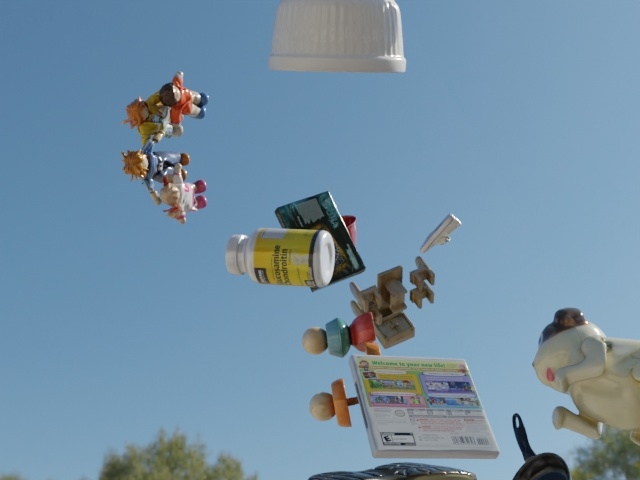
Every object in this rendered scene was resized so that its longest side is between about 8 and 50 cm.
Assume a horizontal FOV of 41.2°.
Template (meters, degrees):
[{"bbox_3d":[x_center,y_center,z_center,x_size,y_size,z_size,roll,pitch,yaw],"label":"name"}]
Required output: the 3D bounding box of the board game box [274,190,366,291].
[{"bbox_3d":[0.000,0.000,1.738,0.126,0.186,0.026,-19,-13,-26],"label":"board game box"}]

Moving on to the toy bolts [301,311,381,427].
[{"bbox_3d":[0.043,0.253,1.760,0.158,0.229,0.218,-8,-35,0],"label":"toy bolts"}]

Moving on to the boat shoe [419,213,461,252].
[{"bbox_3d":[0.227,-0.007,1.605,0.035,0.035,0.100,37,-62,-4],"label":"boat shoe"}]

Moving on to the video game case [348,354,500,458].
[{"bbox_3d":[0.164,0.267,1.374,0.212,0.193,0.023,5,-50,-17],"label":"video game case"}]

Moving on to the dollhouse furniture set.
[{"bbox_3d":[0.180,0.152,2.345,0.212,0.161,0.242,-20,-43,-16],"label":"dollhouse furniture set"}]

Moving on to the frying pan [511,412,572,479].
[{"bbox_3d":[0.478,0.554,1.963,0.053,0.197,0.326,33,6,-18],"label":"frying pan"}]

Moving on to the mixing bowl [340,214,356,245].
[{"bbox_3d":[0.011,0.019,1.946,0.181,0.098,0.181,-18,14,5],"label":"mixing bowl"}]

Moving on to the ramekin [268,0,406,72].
[{"bbox_3d":[0.026,-0.307,1.270,0.207,0.109,0.207,2,12,0],"label":"ramekin"}]

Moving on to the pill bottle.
[{"bbox_3d":[-0.073,0.030,1.538,0.184,0.103,0.103,2,-25,18],"label":"pill bottle"}]

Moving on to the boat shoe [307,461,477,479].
[{"bbox_3d":[0.122,0.456,1.471,0.323,0.120,0.122,1,-6,-24],"label":"boat shoe"}]

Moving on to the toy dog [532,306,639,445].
[{"bbox_3d":[0.720,0.318,2.114,0.407,0.395,0.285,23,-38,44],"label":"toy dog"}]

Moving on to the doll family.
[{"bbox_3d":[-0.280,-0.159,1.472,0.118,0.263,0.163,-1,0,17],"label":"doll family"}]
